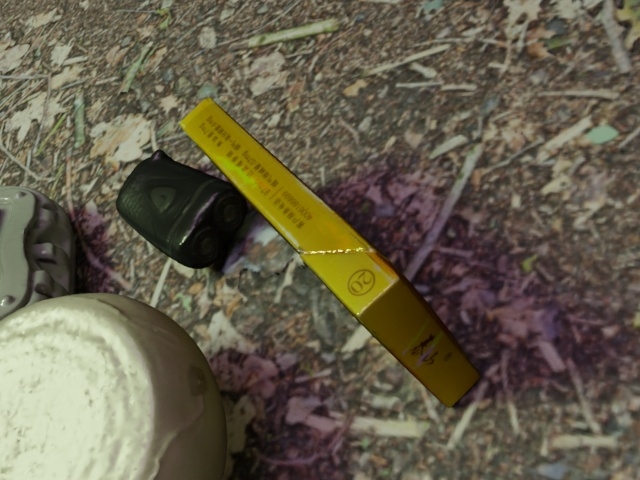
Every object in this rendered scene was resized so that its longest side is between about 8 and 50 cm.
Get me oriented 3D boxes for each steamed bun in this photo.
[{"bbox_3d":[-0.172,0.159,0.579,0.232,0.145,0.231,-8,66,18],"label":"steamed bun"}]

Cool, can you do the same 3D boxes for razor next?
[{"bbox_3d":[-0.140,-0.031,0.750,0.148,0.054,0.090,28,77,43],"label":"razor"}]

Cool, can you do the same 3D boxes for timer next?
[{"bbox_3d":[-0.374,0.042,0.765,0.237,0.087,0.262,-10,43,-8],"label":"timer"}]

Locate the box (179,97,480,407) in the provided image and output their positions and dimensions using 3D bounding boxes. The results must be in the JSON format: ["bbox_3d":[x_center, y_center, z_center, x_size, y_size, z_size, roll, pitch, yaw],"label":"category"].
[{"bbox_3d":[0.000,0.000,0.569,0.043,0.152,0.269,-45,47,-1],"label":"box"}]
